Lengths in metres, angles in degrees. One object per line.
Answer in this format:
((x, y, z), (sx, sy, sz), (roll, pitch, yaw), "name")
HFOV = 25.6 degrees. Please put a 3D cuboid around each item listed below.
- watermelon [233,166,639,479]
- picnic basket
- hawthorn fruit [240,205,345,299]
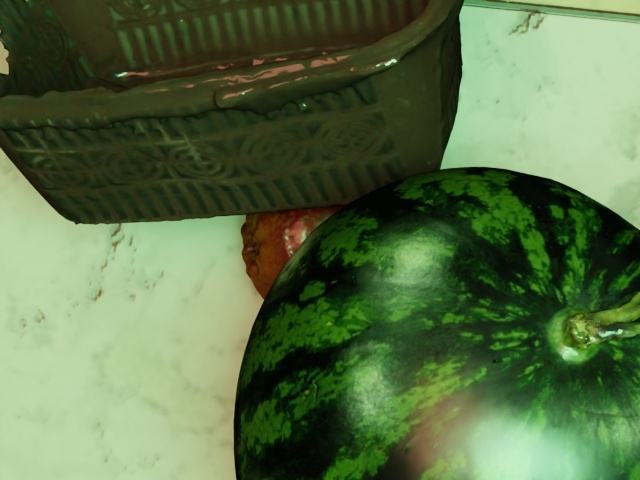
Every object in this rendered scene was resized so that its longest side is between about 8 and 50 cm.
((0.082, 0.096, 0.693), (0.269, 0.269, 0.269), (-3, 80, 15), "watermelon")
((-0.046, -0.102, 0.788), (0.297, 0.129, 0.222), (-5, 42, 16), "picnic basket")
((0.000, 0.000, 0.821), (0.093, 0.093, 0.093), (-3, 80, 15), "hawthorn fruit")
